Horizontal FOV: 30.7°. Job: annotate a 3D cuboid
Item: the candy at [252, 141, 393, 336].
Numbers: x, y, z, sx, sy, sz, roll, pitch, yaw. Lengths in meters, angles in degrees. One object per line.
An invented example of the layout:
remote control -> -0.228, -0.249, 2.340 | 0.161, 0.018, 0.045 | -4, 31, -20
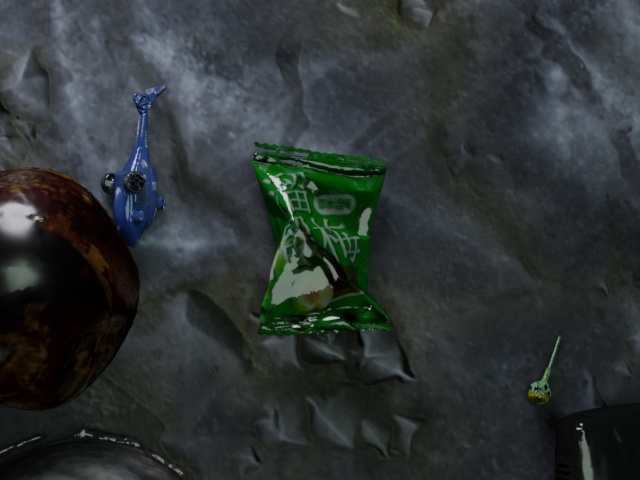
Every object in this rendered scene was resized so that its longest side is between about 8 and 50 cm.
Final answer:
candy -> -0.003, 0.001, 1.208 | 0.141, 0.078, 0.203 | 8, 72, -27

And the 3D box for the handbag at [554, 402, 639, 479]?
handbag -> 0.370, 0.316, 1.288 | 0.244, 0.088, 0.275 | -3, 83, -19

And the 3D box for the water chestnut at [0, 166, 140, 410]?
water chestnut -> -0.275, 0.039, 1.074 | 0.223, 0.238, 0.224 | -5, 124, -8

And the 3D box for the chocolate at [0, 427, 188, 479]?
chocolate -> -0.214, 0.325, 1.052 | 0.303, 0.213, 0.303 | 1, 87, -15

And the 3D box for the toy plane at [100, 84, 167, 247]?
toy plane -> -0.181, -0.075, 1.178 | 0.062, 0.054, 0.167 | 8, 84, -41

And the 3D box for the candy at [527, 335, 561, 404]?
candy -> 0.252, 0.143, 1.301 | 0.023, 0.025, 0.083 | 37, 66, -39
